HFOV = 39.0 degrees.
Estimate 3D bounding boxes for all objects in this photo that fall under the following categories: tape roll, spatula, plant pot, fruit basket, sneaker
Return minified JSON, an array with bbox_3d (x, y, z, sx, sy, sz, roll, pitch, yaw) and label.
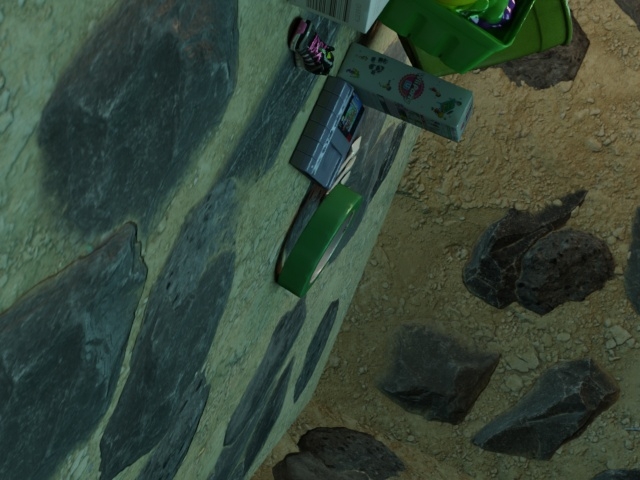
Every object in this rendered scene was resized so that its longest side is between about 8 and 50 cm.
[{"bbox_3d":[0.000,0.000,2.426,0.321,0.077,0.321,-59,175,-9],"label":"tape roll"},{"bbox_3d":[0.055,-0.184,2.580,0.242,0.019,0.168,-52,169,-49],"label":"spatula"},{"bbox_3d":[0.352,-0.556,2.148,0.353,0.366,0.366,-25,172,6],"label":"plant pot"},{"bbox_3d":[0.266,-0.551,1.805,0.283,0.392,0.392,-59,168,-34],"label":"fruit basket"},{"bbox_3d":[-0.009,-0.355,1.678,0.063,0.075,0.170,-63,169,-11],"label":"sneaker"}]

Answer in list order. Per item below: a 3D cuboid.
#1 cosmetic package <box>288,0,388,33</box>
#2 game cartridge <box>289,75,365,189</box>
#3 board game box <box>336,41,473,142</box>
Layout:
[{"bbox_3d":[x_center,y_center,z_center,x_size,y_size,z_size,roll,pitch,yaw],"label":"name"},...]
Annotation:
[{"bbox_3d":[0.056,-0.479,1.509,0.151,0.151,0.184,99,17,-55],"label":"cosmetic package"},{"bbox_3d":[0.027,-0.250,2.167,0.230,0.068,0.355,-62,170,1],"label":"game cartridge"},{"bbox_3d":[0.206,-0.347,2.148,0.097,0.303,0.224,-65,170,1],"label":"board game box"}]
